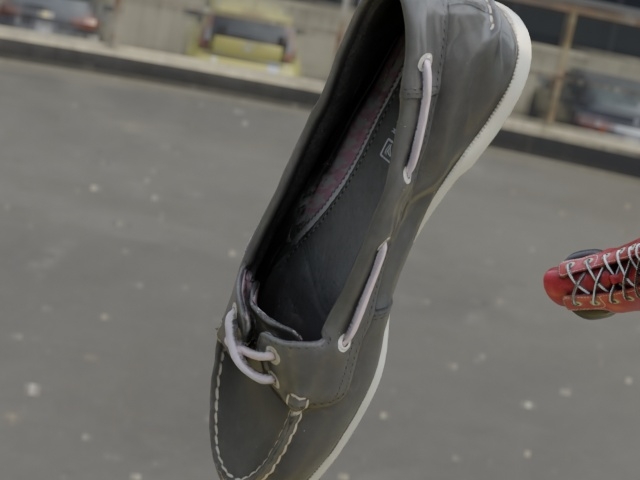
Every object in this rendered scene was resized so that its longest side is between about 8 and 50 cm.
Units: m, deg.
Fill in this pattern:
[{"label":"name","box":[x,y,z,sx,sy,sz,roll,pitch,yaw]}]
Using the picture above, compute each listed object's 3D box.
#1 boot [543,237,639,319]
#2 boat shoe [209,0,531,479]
[{"label":"boot","box":[0.267,0.029,1.421,0.176,0.088,0.244,-7,-8,16]},{"label":"boat shoe","box":[0.000,0.000,0.964,0.095,0.335,0.112,13,19,-45]}]
